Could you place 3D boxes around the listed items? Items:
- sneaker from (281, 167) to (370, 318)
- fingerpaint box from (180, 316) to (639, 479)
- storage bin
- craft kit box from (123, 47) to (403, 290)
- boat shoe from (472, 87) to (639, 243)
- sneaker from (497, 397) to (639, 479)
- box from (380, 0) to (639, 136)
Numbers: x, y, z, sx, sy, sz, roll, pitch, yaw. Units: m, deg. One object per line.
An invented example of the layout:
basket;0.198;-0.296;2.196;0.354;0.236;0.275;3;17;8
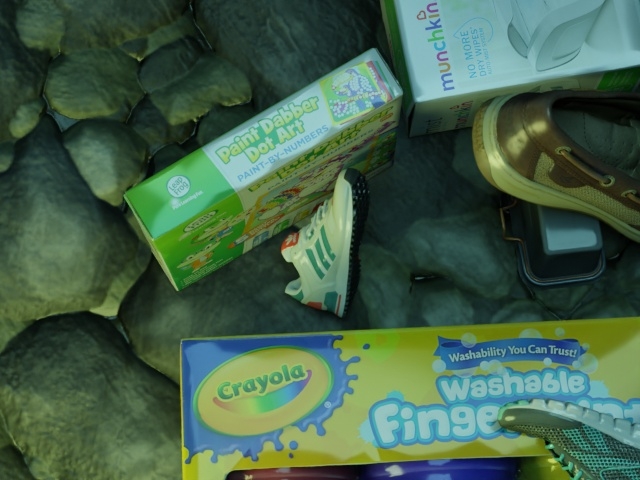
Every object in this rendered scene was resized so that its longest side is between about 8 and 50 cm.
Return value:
sneaker;0.000;0.000;1.619;0.075;0.161;0.057;13;39;10
fingerpaint box;0.104;0.267;1.538;0.445;0.163;0.371;-2;76;0
storage bin;0.220;-0.030;1.644;0.098;0.091;0.135;-6;76;0
craft kit box;-0.046;-0.057;1.575;0.250;0.246;0.061;-31;77;-5
boat shoe;0.304;-0.075;1.568;0.342;0.123;0.123;14;68;-30
sneaker;0.223;0.180;1.445;0.166;0.065;0.076;17;79;3
box;0.172;-0.254;1.681;0.231;0.127;0.262;-9;78;-3
